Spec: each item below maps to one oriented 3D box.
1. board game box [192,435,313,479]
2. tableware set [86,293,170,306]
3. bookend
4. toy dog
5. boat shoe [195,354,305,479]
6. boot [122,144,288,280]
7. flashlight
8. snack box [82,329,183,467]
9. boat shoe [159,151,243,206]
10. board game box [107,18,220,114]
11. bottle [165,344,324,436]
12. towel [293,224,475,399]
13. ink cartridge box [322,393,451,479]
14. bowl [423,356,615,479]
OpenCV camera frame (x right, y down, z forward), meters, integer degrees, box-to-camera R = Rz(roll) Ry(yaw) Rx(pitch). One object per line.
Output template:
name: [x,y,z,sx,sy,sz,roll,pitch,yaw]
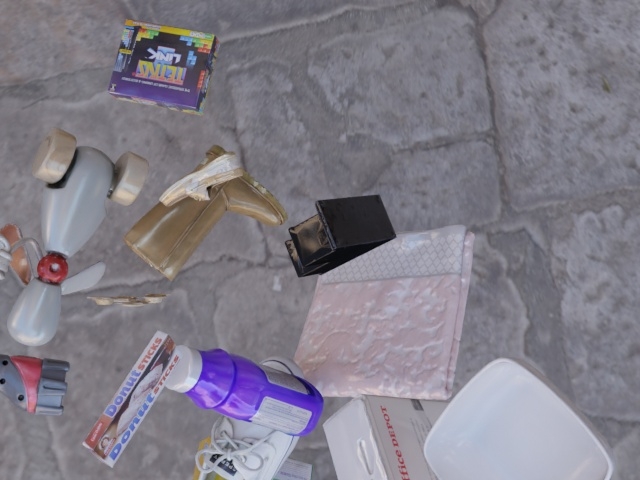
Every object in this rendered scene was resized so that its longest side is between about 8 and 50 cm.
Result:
board game box: [-0.148,0.572,1.740,0.242,0.316,0.064,22,146,-23]
tableware set: [-0.422,0.129,1.939,0.141,0.169,0.020,1,91,17]
bookend: [0.000,0.000,1.288,0.157,0.156,0.072,-28,79,36]
toy dog: [-0.407,-0.018,1.364,0.220,0.161,0.333,45,74,-21]
boat shoe: [-0.148,0.372,1.528,0.136,0.156,0.367,32,106,21]
boot: [-0.231,-0.027,1.803,0.236,0.089,0.269,43,75,-17]
flashlight: [-0.584,0.236,1.489,0.304,0.103,0.103,7,113,-17]
snack box: [-0.246,0.209,1.174,0.022,0.178,0.064,18,152,25]
boat shoe: [-0.222,-0.102,1.648,0.170,0.063,0.059,-30,91,12]
board game box: [-0.281,-0.311,1.584,0.170,0.048,0.141,11,82,9]
bottle: [-0.119,0.230,1.365,0.283,0.118,0.092,29,85,-45]
towel: [0.107,0.129,1.579,0.332,0.316,0.053,-6,150,39]
ink cartridge box: [0.126,0.298,1.169,0.218,0.158,0.092,15,135,-39]
bowl: [0.177,0.184,0.772,0.142,0.053,0.142,47,119,25]
